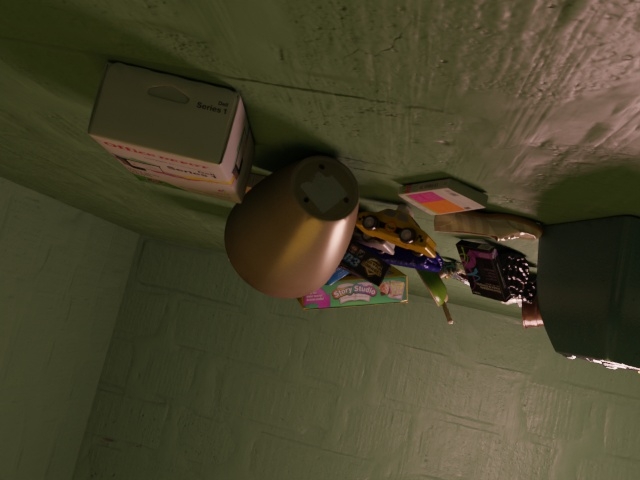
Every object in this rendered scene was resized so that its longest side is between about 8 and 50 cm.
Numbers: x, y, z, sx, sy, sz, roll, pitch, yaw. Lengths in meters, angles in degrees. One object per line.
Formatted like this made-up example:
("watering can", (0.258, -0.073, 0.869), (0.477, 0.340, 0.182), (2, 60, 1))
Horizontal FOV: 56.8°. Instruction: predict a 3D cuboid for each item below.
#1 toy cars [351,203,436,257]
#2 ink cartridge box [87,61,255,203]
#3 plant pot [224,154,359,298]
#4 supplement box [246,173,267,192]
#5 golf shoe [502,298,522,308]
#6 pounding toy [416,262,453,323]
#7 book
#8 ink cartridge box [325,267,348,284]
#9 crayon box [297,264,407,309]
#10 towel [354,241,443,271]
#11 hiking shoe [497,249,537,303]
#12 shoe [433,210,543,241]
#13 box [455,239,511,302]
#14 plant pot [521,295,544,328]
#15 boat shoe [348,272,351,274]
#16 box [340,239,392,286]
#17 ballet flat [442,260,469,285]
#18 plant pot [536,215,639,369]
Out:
("toy cars", (0.143, -0.034, 1.408), (0.176, 0.087, 0.394), (28, 172, -17))
("ink cartridge box", (-0.225, -0.161, 0.966), (0.201, 0.117, 0.278), (13, 172, 0))
("plant pot", (-0.033, -0.044, 1.144), (0.257, 0.256, 0.274), (15, 156, -15))
("supplement box", (-0.131, -0.125, 1.369), (0.098, 0.036, 0.062), (13, 172, 4))
("golf shoe", (0.756, 0.211, 2.268), (0.176, 0.069, 0.086), (14, 153, -26))
("pounding toy", (0.420, 0.143, 2.054), (0.237, 0.110, 0.183), (56, -173, -24))
("book", (0.224, -0.082, 1.103), (0.096, 0.035, 0.144), (21, 169, -28))
("ink cartridge box", (-0.021, 0.019, 1.809), (0.078, 0.231, 0.134), (-31, -171, -20))
("crayon box", (0.089, 0.150, 2.109), (0.363, 0.106, 0.313), (-3, -169, -10))
("towel", (0.213, 0.034, 1.844), (0.308, 0.076, 0.228), (9, 178, 24))
("hiking shoe", (0.507, 0.099, 1.637), (0.132, 0.113, 0.304), (22, 172, 38))
("shoe", (0.339, -0.025, 1.207), (0.219, 0.058, 0.076), (12, 172, 8))
("box", (0.419, 0.079, 1.521), (0.116, 0.029, 0.162), (13, 134, 57))
("plant pot", (0.723, 0.195, 1.839), (0.165, 0.167, 0.167), (0, 167, 27))
("boat shoe", (0.063, 0.054, 2.029), (0.341, 0.110, 0.122), (-6, -169, -19))
("box", (0.000, 0.000, 1.539), (0.296, 0.073, 0.293), (32, 177, -18))
("ballet flat", (0.485, 0.110, 1.940), (0.188, 0.070, 0.070), (14, 173, -32))
("plant pot", (0.566, 0.115, 1.122), (0.248, 0.252, 0.247), (16, 173, -16))
